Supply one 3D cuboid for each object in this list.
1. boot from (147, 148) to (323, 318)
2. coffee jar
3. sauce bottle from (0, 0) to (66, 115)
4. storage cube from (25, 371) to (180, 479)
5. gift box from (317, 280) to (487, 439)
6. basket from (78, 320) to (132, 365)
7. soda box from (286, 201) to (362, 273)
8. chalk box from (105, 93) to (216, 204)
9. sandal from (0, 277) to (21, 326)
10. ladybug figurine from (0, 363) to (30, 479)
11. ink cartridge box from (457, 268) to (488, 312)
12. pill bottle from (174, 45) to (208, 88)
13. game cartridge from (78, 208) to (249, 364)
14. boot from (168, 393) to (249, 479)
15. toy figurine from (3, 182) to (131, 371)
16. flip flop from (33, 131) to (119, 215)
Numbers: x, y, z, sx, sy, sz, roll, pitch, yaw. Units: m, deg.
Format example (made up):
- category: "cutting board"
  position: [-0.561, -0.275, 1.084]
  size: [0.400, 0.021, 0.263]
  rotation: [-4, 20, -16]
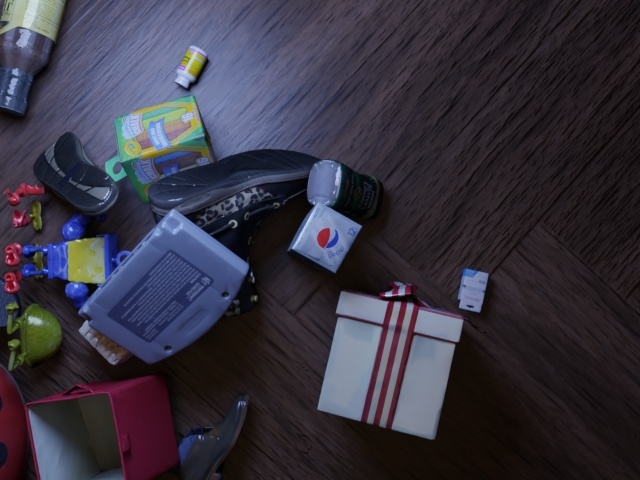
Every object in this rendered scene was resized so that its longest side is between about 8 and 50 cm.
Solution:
- category: "boot"
  position: [-0.150, -0.014, 1.362]
  size: [0.378, 0.138, 0.284]
  rotation: [-22, 125, -39]
- category: "coffee jar"
  position: [0.055, -0.096, 1.379]
  size: [0.079, 0.184, 0.096]
  rotation: [8, 88, 33]
- category: "sauce bottle"
  position: [-0.583, -0.424, 1.391]
  size: [0.112, 0.111, 0.344]
  rotation: [13, 85, -2]
- category: "storage cube"
  position: [-0.400, 0.363, 1.303]
  size: [0.184, 0.193, 0.214]
  rotation: [-12, 87, 17]
- category: "gift box"
  position: [0.158, 0.212, 1.335]
  size: [0.277, 0.255, 0.257]
  rotation: [11, 89, 4]
- category: "basket"
  position: [-0.380, 0.154, 1.380]
  size: [0.113, 0.103, 0.167]
  rotation: [45, 85, -1]
- category: "soda box"
  position: [0.000, 0.000, 1.314]
  size: [0.091, 0.286, 0.098]
  rotation: [29, 86, -3]
- category: "chalk box"
  position: [-0.321, -0.172, 1.360]
  size: [0.213, 0.132, 0.132]
  rotation: [-18, 54, -4]
- category: "sandal"
  position: [-0.693, 0.099, 1.381]
  size: [0.255, 0.054, 0.097]
  rotation: [20, 88, 16]
- category: "ladybug figurine"
  position: [-0.701, 0.418, 1.285]
  size: [0.305, 0.162, 0.448]
  rotation: [12, 80, -28]
- category: "ink cartridge box"
  position: [0.317, 0.105, 1.454]
  size: [0.048, 0.028, 0.083]
  rotation: [13, 87, -2]
- category: "pill bottle"
  position: [-0.269, -0.356, 1.437]
  size: [0.043, 0.043, 0.083]
  rotation: [27, 86, -1]
- category: "game cartridge"
  position: [-0.273, 0.096, 1.246]
  size: [0.196, 0.060, 0.294]
  rotation: [41, 116, -16]
- category: "boot"
  position: [-0.224, 0.394, 1.389]
  size: [0.106, 0.082, 0.219]
  rotation: [24, 89, -4]
- category: "toy figurine"
  position: [-0.471, 0.068, 1.345]
  size: [0.218, 0.191, 0.362]
  rotation: [-2, 89, -8]
- category: "flip flop"
  position: [-0.466, -0.121, 1.352]
  size: [0.277, 0.080, 0.112]
  rotation: [35, 79, 36]
